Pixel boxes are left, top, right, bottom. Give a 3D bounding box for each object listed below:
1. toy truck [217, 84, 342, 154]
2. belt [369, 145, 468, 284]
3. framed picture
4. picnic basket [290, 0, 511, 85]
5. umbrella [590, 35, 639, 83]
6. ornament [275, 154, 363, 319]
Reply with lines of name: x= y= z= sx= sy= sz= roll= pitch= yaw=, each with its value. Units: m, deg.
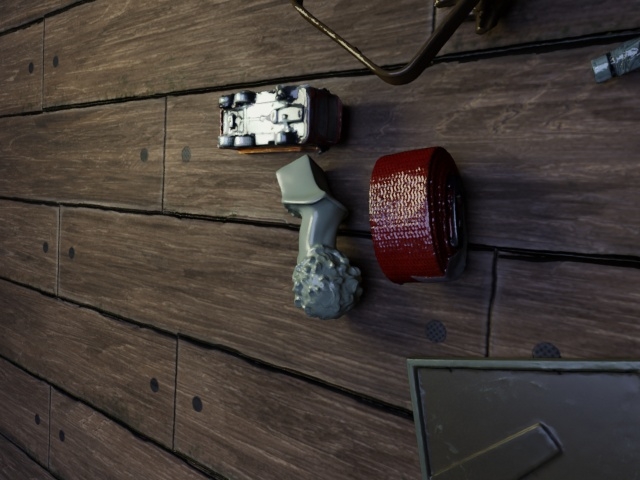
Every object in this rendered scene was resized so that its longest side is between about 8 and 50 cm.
toy truck: x=-0.086 y=-0.213 z=0.928 sx=0.270 sy=0.135 sz=0.114 roll=7 pitch=98 yaw=41
belt: x=0.153 y=-0.035 z=0.747 sx=0.124 sy=0.128 sz=0.201 roll=-5 pitch=87 yaw=38
framed picture: x=0.289 y=0.288 z=0.717 sx=0.335 sy=0.022 sz=0.248 roll=-10 pitch=86 yaw=37
picnic basket: x=0.125 y=-0.385 z=0.657 sx=0.321 sy=0.291 sz=0.254 roll=-50 pitch=63 yaw=13
umbrella: x=0.420 y=-0.235 z=0.593 sx=0.188 sy=0.050 sz=0.046 roll=-20 pitch=100 yaw=35
ornament: x=-0.003 y=-0.007 z=0.867 sx=0.120 sy=0.130 sz=0.285 roll=-14 pitch=82 yaw=24
